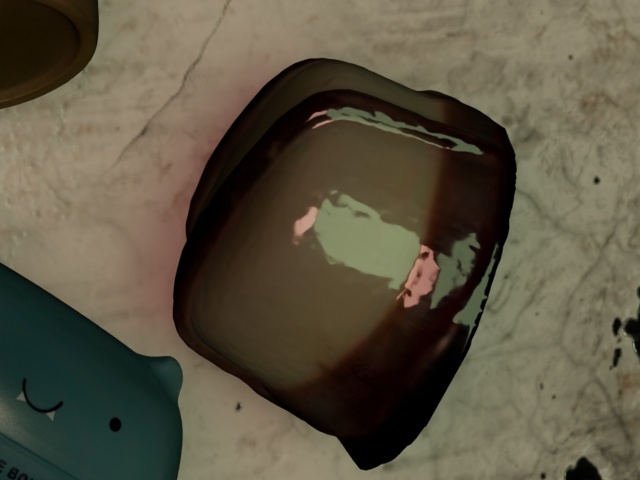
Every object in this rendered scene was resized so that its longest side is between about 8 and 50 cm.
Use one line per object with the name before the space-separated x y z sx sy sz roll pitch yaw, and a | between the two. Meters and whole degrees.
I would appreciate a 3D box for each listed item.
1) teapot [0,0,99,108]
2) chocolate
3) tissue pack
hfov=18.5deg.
teapot | -0.237 -0.193 1.301 0.268 0.186 0.175 26 50 -58
chocolate | 0.000 0.000 1.414 0.186 0.283 0.283 19 87 -13
tissue pack | -0.236 0.114 1.315 0.287 0.198 0.206 37 80 -25
